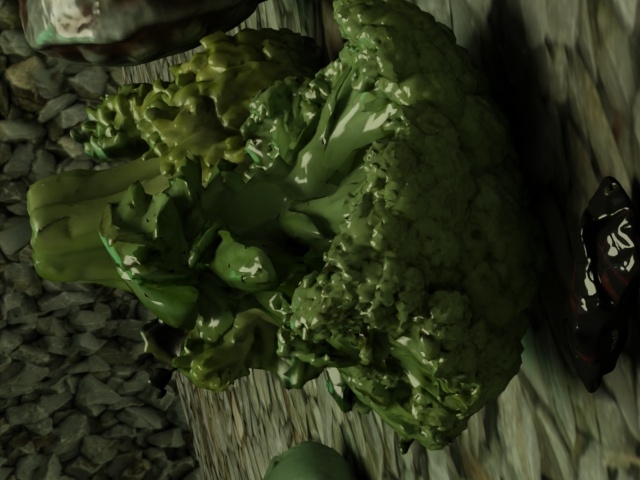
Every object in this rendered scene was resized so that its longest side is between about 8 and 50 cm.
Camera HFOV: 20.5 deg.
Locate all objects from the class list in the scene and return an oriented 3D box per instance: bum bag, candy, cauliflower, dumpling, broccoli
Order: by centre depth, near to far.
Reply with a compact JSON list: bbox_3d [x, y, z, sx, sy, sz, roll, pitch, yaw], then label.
[{"bbox_3d":[0.141,0.025,0.885,0.124,0.034,0.058,92,173,-50],"label":"bum bag"},{"bbox_3d":[0.000,0.000,1.035,0.275,0.250,0.272,94,164,-71],"label":"cauliflower"},{"bbox_3d":[-0.099,-0.015,1.461,0.348,0.281,0.293,157,107,-78],"label":"broccoli"},{"bbox_3d":[-0.151,-0.231,1.504,0.289,0.214,0.157,-82,-20,-82],"label":"candy"},{"bbox_3d":[-0.005,0.285,1.772,0.216,0.105,0.149,-131,32,-70],"label":"dumpling"}]
